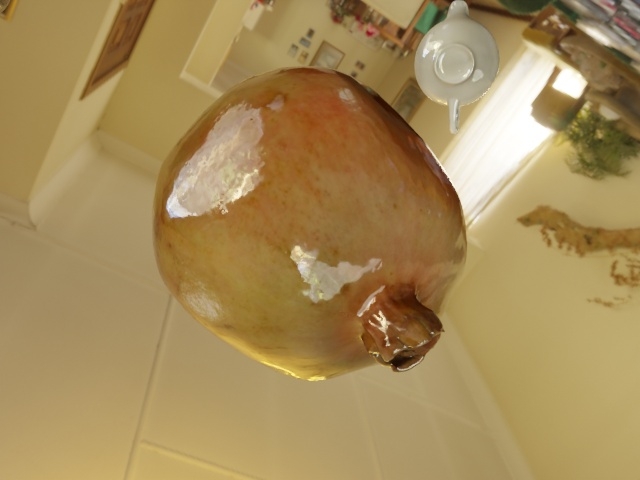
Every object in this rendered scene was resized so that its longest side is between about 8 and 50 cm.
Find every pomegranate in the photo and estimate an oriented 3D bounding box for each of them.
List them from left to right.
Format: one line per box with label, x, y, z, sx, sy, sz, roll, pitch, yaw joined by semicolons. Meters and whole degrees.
pomegranate;0.000;0.000;0.432;0.270;0.229;0.252;45;169;38

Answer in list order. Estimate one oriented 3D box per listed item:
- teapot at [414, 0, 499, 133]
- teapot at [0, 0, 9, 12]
teapot;0.236;-0.299;0.949;0.145;0.226;0.092;7;-158;19
teapot;-0.473;-0.359;0.699;0.175;0.268;0.185;7;165;-17
